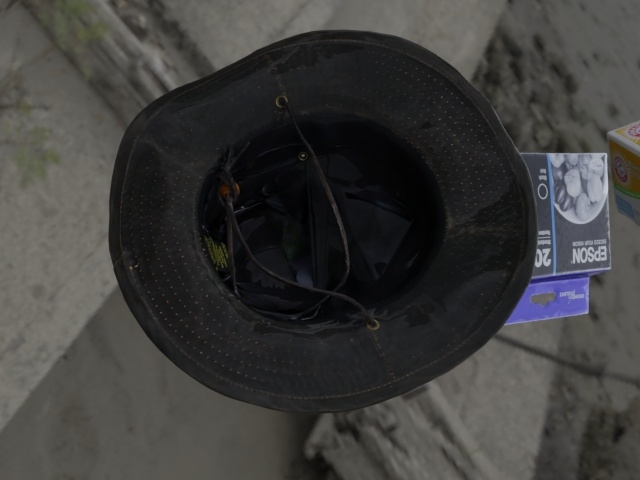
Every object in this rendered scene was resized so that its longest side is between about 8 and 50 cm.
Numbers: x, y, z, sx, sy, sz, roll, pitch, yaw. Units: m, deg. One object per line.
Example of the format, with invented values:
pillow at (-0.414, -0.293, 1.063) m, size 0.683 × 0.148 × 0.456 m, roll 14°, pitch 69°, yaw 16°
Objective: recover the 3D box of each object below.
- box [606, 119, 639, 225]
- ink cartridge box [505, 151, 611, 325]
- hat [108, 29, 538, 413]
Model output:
box at (0.433, -0.090, 1.346) m, size 0.114 × 0.203 × 0.103 m, roll -132°, pitch -156°, yaw -61°
ink cartridge box at (0.283, -0.004, 1.501) m, size 0.206 × 0.045 × 0.208 m, roll -4°, pitch 93°, yaw -44°
hat at (0.000, 0.000, 0.971) m, size 0.331 × 0.134 × 0.331 m, roll 2°, pitch 66°, yaw -5°
